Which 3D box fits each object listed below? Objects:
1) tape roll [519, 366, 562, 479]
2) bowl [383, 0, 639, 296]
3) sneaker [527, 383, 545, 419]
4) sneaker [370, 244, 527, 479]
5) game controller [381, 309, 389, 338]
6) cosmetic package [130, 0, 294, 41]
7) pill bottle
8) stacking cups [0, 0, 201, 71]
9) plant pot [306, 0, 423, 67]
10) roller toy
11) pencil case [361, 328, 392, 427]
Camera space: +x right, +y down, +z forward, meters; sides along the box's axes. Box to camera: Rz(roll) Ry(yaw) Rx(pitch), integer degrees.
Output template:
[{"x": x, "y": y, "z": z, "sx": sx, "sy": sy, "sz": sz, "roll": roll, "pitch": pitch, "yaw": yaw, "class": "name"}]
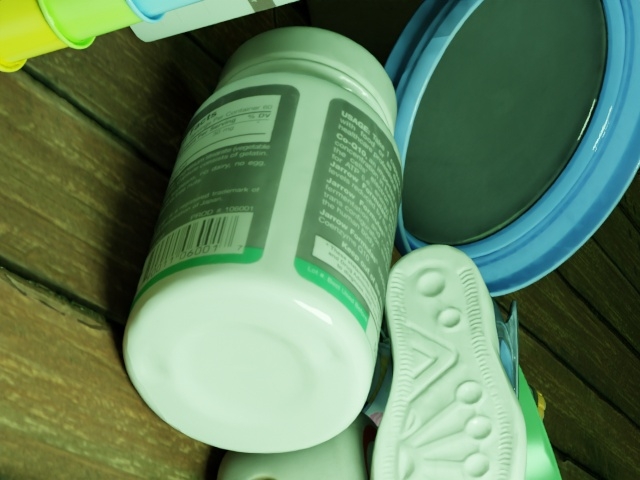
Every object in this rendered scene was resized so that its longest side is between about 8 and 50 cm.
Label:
[{"x": 0.201, "y": 0.235, "z": 1.951, "sx": 0.321, "sy": 0.077, "sz": 0.321, "roll": 160, "pitch": -90, "yaw": -87, "class": "tape roll"}, {"x": 0.201, "y": -0.130, "z": 1.742, "sx": 0.391, "sy": 0.077, "sz": 0.391, "roll": -24, "pitch": 129, "yaw": -32, "class": "bowl"}, {"x": 0.242, "y": 0.255, "z": 2.237, "sx": 0.083, "sy": 0.084, "sz": 0.215, "roll": 50, "pitch": 28, "yaw": -27, "class": "sneaker"}, {"x": 0.123, "y": 0.187, "z": 1.483, "sx": 0.236, "sy": 0.130, "sz": 0.323, "roll": 69, "pitch": 16, "yaw": -53, "class": "sneaker"}, {"x": 0.000, "y": 0.000, "z": 1.779, "sx": 0.319, "sy": 0.067, "sz": 0.166, "roll": 41, "pitch": 27, "yaw": -59, "class": "game controller"}, {"x": -0.021, "y": -0.328, "z": 1.421, "sx": 0.217, "sy": 0.385, "sz": 0.156, "roll": 53, "pitch": 31, "yaw": -48, "class": "cosmetic package"}, {"x": -0.036, "y": -0.013, "z": 1.462, "sx": 0.361, "sy": 0.204, "sz": 0.204, "roll": -78, "pitch": 148, "yaw": -47, "class": "pill bottle"}, {"x": -0.103, "y": -0.198, "z": 1.231, "sx": 0.096, "sy": 0.316, "sz": 0.096, "roll": -10, "pitch": 90, "yaw": -70, "class": "stacking cups"}, {"x": 0.158, "y": -0.302, "z": 1.994, "sx": 0.334, "sy": 0.305, "sz": 0.334, "roll": -12, "pitch": 90, "yaw": -69, "class": "plant pot"}, {"x": -0.004, "y": 0.253, "z": 1.472, "sx": 0.209, "sy": 0.146, "sz": 0.191, "roll": -86, "pitch": 154, "yaw": -63, "class": "roller toy"}, {"x": 0.054, "y": 0.163, "z": 1.716, "sx": 0.113, "sy": 0.124, "sz": 0.273, "roll": 42, "pitch": 0, "yaw": 31, "class": "pencil case"}]
